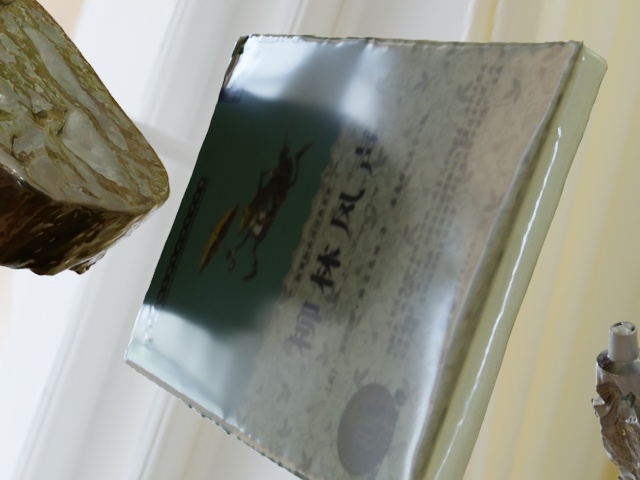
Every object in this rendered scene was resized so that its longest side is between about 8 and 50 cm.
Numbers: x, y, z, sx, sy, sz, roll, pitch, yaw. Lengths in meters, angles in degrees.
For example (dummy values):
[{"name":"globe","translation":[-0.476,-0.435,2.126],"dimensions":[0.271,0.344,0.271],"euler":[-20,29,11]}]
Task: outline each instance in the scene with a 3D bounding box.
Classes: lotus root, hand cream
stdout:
[{"name":"lotus root","translation":[-0.295,-0.134,1.076],"dimensions":[0.390,0.111,0.375],"euler":[37,18,-24]},{"name":"hand cream","translation":[0.305,0.180,1.260],"dimensions":[0.084,0.050,0.257],"euler":[27,-34,42]}]

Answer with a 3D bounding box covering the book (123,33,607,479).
[{"name":"book","translation":[0.000,0.000,0.792],"dimensions":[0.031,0.264,0.379],"euler":[21,-3,-31]}]
